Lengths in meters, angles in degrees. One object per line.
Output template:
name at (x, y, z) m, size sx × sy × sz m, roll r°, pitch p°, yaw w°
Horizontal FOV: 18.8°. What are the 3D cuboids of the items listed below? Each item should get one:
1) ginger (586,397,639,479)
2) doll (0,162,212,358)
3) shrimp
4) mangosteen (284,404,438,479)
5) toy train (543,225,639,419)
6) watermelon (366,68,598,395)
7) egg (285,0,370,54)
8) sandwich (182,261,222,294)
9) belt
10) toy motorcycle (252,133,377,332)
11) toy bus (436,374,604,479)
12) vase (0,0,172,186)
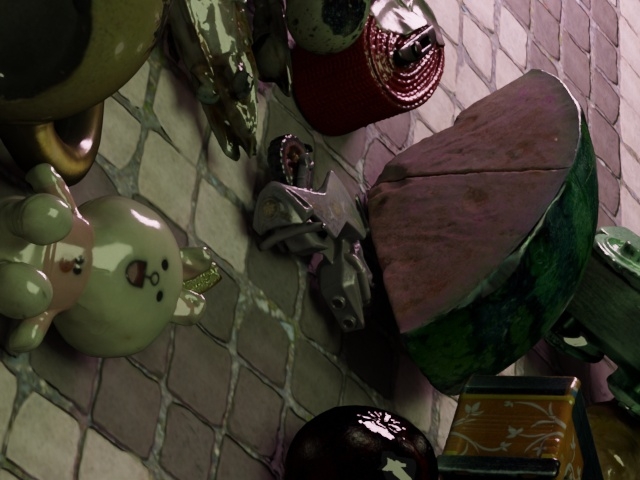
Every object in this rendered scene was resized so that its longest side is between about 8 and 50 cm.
ginger at (0.341, 0.252, 2.295) m, size 0.116 × 0.109 × 0.263 m, roll 35°, pitch 27°, yaw 14°
doll at (-0.197, 0.020, 1.588) m, size 0.275 × 0.113 × 0.155 m, roll 14°, pitch 79°, yaw -60°
shrimp at (-0.092, -0.239, 1.944) m, size 0.247 × 0.085 × 0.360 m, roll 28°, pitch 46°, yaw -57°
mangosteen at (0.036, 0.230, 1.809) m, size 0.152 × 0.152 × 0.152 m, roll 35°, pitch 45°, yaw -44°
toy train at (0.401, 0.102, 2.332) m, size 0.299 × 0.167 × 0.238 m, roll 43°, pitch 22°, yaw 23°
watermelon at (0.200, 0.018, 2.066) m, size 0.222 × 0.292 × 0.319 m, roll 63°, pitch -1°, yaw -32°
egg at (0.010, -0.241, 1.989) m, size 0.085 × 0.110 × 0.085 m, roll 21°, pitch 42°, yaw -21°
sandwich at (-0.112, 0.032, 1.773) m, size 0.031 × 0.044 × 0.083 m, roll 59°, pitch 30°, yaw -8°
belt at (0.062, -0.198, 2.107) m, size 0.128 × 0.124 × 0.201 m, roll 64°, pitch 31°, yaw -14°
toy motorcycle at (0.000, 0.000, 1.936) m, size 0.215 × 0.080 × 0.122 m, roll 62°, pitch 32°, yaw -23°
toy bus at (0.218, 0.277, 1.986) m, size 0.167 × 0.138 × 0.275 m, roll -68°, pitch 149°, yaw -44°
vase at (-0.226, -0.202, 1.600) m, size 0.302 × 0.241 × 0.329 m, roll -76°, pitch 165°, yaw -62°
